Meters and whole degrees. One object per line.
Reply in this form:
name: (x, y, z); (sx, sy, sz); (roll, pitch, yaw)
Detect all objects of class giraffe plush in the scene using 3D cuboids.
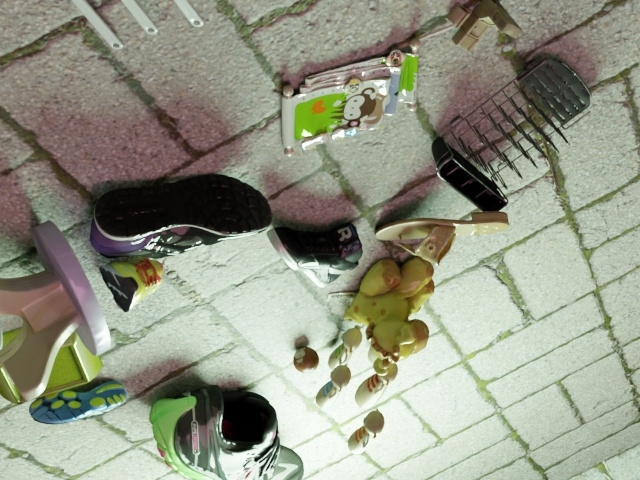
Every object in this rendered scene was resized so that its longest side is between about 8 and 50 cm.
giraffe plush: (0.139, 0.151, 2.020); (0.210, 0.170, 0.181); (-17, 144, -9)

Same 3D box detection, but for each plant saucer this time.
plant saucer: (-0.485, 0.217, 1.866); (0.188, 0.045, 0.188); (-17, 143, -10)

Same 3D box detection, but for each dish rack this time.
dish rack: (0.331, -0.180, 1.795); (0.271, 0.074, 0.208); (-38, 142, 18)

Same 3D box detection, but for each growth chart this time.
growth chart: (0.046, -0.213, 1.641); (0.237, 0.021, 0.172); (-19, 145, -5)

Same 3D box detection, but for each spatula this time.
spatula: (-0.248, -0.313, 1.300); (0.168, 0.019, 0.242); (-12, 152, 16)

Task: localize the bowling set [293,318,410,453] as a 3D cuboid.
bowling set: (0.052, 0.256, 2.098); (0.199, 0.287, 0.154); (21, 140, -9)

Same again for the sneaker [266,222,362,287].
sneaker: (0.000, 0.000, 1.844); (0.121, 0.079, 0.217); (-35, 151, 10)

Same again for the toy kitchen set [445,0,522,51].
toy kitchen set: (0.233, -0.310, 1.574); (0.068, 0.075, 0.083); (16, 124, -40)

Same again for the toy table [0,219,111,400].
toy table: (-0.434, 0.107, 1.619); (0.161, 0.252, 0.274); (-31, 136, -19)

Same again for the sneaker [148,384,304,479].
sneaker: (-0.149, 0.431, 2.206); (0.202, 0.185, 0.483); (-29, 145, 14)

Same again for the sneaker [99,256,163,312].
sneaker: (-0.294, 0.058, 1.701); (0.094, 0.081, 0.208); (-28, -174, -12)

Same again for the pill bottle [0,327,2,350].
pill bottle: (-0.593, 0.160, 1.700); (0.152, 0.086, 0.086); (11, 132, -38)

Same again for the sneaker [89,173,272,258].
sneaker: (-0.222, -0.029, 1.681); (0.283, 0.107, 0.124); (-2, 154, -21)

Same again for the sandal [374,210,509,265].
sandal: (0.215, 0.005, 1.891); (0.240, 0.079, 0.088); (-8, 160, 10)

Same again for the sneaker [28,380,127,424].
sneaker: (-0.448, 0.310, 1.973); (0.188, 0.067, 0.078); (-6, 149, -43)
